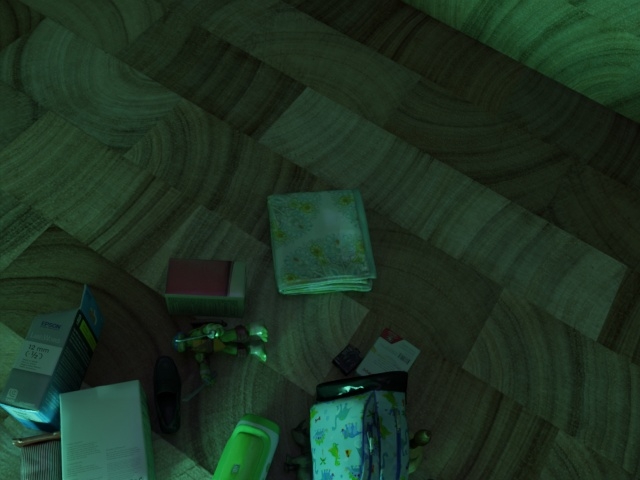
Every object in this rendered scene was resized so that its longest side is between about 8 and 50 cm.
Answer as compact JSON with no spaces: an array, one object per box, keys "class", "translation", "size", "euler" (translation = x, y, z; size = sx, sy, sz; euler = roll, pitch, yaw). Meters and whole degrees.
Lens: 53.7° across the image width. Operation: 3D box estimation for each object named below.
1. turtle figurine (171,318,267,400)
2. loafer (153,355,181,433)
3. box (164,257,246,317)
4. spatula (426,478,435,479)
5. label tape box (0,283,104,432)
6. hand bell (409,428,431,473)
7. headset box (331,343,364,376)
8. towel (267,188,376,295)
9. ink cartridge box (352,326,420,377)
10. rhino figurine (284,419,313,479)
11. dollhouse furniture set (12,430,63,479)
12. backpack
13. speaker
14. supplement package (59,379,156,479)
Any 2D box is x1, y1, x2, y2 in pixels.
[{"class":"turtle figurine","translation":[-0.279,0.323,1.786],"size":[0.266,0.274,0.198],"euler":[-6,96,-15]},{"class":"loafer","translation":[-0.428,0.426,1.771],"size":[0.076,0.078,0.223],"euler":[-7,62,-11]},{"class":"box","translation":[-0.341,0.143,1.900],"size":[0.232,0.149,0.127],"euler":[3,60,-7]},{"class":"spatula","translation":[0.427,0.726,1.740],"size":[0.296,0.030,0.084],"euler":[21,63,4]},{"class":"label tape box","translation":[-0.709,0.314,1.699],"size":[0.115,0.249,0.348],"euler":[11,60,-1]},{"class":"hand bell","translation":[0.252,0.542,1.696],"size":[0.126,0.242,0.126],"euler":[5,60,-8]},{"class":"headset box","translation":[0.086,0.357,1.902],"size":[0.083,0.032,0.062],"euler":[-39,72,-23]},{"class":"towel","translation":[0.000,0.000,2.060],"size":[0.320,0.090,0.375],"euler":[-3,61,-10]},{"class":"ink cartridge box","translation":[0.195,0.370,1.886],"size":[0.127,0.072,0.175],"euler":[34,62,12]},{"class":"rhino figurine","translation":[-0.043,0.610,1.721],"size":[0.106,0.073,0.243],"euler":[5,57,-9]},{"class":"dollhouse furniture set","translation":[-0.817,0.624,1.567],"size":[0.374,0.152,0.201],"euler":[-10,63,-12]},{"class":"backpack","translation":[0.102,0.545,1.666],"size":[0.273,0.290,0.356],"euler":[1,75,-47]},{"class":"speaker","translation":[-0.208,0.618,1.666],"size":[0.131,0.131,0.297],"euler":[19,60,4]},{"class":"supplement package","translation":[-0.543,0.528,1.630],"size":[0.199,0.198,0.263],"euler":[-8,63,-11]}]
